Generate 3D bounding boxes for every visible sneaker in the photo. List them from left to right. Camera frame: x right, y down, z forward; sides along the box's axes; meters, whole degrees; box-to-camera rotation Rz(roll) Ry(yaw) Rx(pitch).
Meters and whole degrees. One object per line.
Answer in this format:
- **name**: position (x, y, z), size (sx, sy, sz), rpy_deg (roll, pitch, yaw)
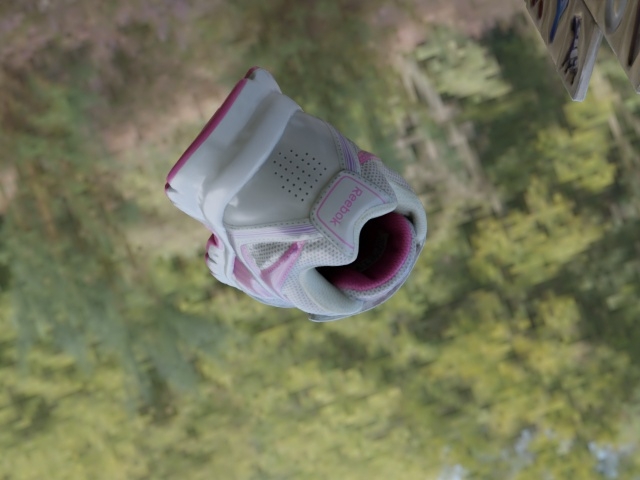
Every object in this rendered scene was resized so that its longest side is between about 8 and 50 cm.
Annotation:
- **sneaker**: position (0.000, 0.000, 0.957), size (0.103, 0.111, 0.252), rpy_deg (-53, 165, -2)

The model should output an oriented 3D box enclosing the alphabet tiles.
- **alphabet tiles**: position (0.134, -0.168, 0.795), size (0.009, 0.198, 0.237), rpy_deg (8, -152, -9)
